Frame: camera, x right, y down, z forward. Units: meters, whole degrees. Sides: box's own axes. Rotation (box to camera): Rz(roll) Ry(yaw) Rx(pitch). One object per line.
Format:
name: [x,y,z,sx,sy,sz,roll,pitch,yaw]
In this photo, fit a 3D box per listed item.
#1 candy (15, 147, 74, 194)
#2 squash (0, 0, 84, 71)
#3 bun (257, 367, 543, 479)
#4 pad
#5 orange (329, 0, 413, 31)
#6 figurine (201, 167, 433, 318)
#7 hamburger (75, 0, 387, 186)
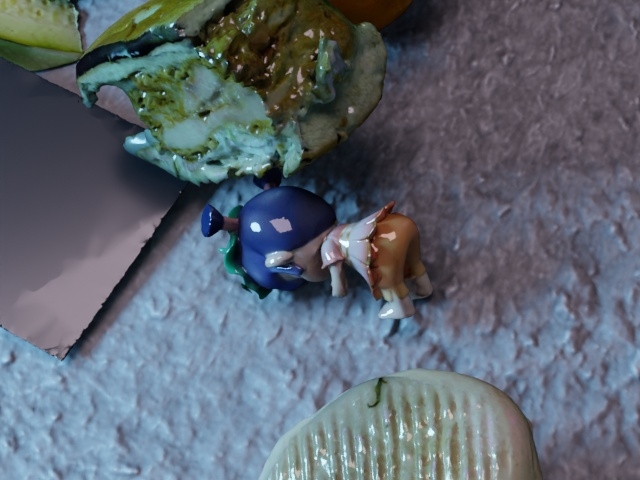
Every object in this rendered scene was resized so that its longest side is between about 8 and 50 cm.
candy: [-0.272,-0.086,1.292,0.062,0.038,0.122,-11,54,7]
squash: [-0.396,-0.291,1.404,0.204,0.155,0.237,-23,51,1]
bun: [0.059,0.209,0.941,0.237,0.116,0.210,-27,47,16]
pad: [-0.328,-0.063,1.247,0.367,0.007,0.248,26,67,16]
orange: [-0.003,-0.306,1.252,0.239,0.240,0.240,-8,54,10]
figurine: [0.000,0.000,1.119,0.194,0.102,0.111,5,24,23]
hamburger: [-0.070,-0.154,1.135,0.192,0.168,0.288,-40,22,-30]
